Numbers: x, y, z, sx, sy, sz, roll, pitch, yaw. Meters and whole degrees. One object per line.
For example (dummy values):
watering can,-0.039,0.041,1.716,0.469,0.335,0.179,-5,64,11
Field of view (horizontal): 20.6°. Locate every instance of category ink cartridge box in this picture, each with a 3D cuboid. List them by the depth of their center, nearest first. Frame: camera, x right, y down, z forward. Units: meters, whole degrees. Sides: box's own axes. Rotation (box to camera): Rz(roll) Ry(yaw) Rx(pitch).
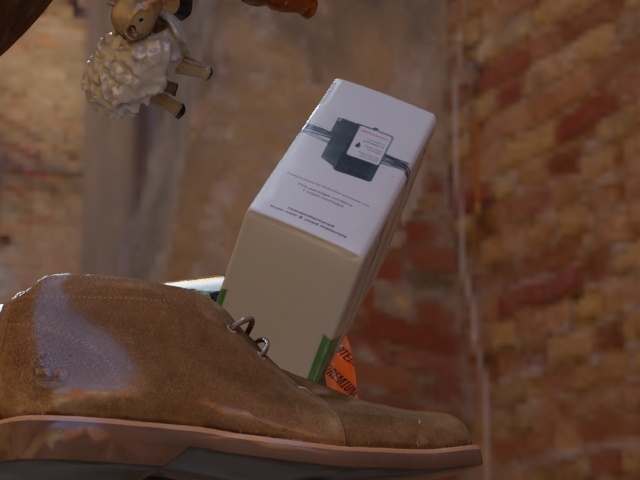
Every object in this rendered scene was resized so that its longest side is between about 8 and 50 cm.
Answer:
ink cartridge box,0.000,0.000,1.260,0.087,0.208,0.153,24,-55,5

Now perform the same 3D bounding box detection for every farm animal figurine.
farm animal figurine,-0.121,-0.310,1.496,0.172,0.330,0.327,21,-43,-35

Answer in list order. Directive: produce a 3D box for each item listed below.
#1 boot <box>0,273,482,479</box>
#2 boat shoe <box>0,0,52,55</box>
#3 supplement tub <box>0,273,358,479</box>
boot,-0.039,0.084,0.992,0.305,0.115,0.112,10,-24,-29
boat shoe,-0.240,-0.096,0.668,0.342,0.123,0.123,-36,-29,-33
supplement tub,-0.142,0.131,1.398,0.316,0.193,0.193,-7,-9,-17
